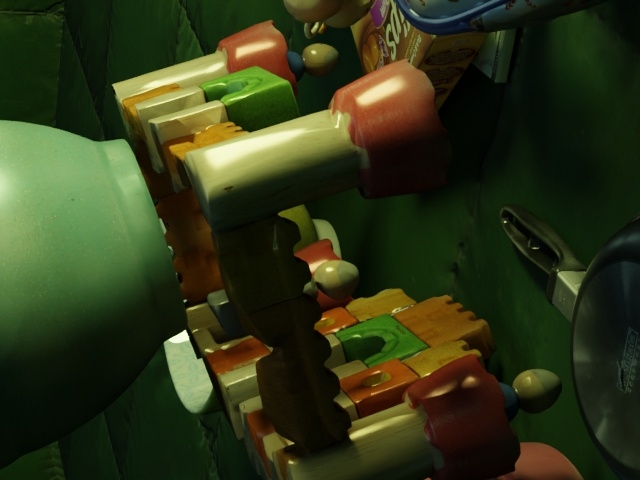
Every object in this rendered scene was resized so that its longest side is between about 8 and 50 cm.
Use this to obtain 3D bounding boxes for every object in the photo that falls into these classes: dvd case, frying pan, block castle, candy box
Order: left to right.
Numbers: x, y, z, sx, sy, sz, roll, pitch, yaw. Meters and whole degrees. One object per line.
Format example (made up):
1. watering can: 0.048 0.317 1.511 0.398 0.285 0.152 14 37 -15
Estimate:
1. block castle: 0.000 0.000 1.044 0.453 0.213 0.303 -142 35 -70
2. candy box: 0.079 -0.176 1.103 0.186 0.053 0.109 118 139 -70
3. dvd case: 0.128 -0.187 1.071 0.119 0.013 0.087 -125 39 -56
4. frying pan: 0.192 0.029 0.866 0.197 0.053 0.326 109 149 -42

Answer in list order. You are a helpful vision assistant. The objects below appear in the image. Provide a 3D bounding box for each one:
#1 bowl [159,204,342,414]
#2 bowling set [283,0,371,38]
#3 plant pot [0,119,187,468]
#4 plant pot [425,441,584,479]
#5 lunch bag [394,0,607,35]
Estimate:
1. bowl: -0.067 0.035 1.421 0.289 0.156 0.289 178 90 -71
2. bowling set: 0.113 -0.242 0.940 0.287 0.200 0.154 -64 -10 14
3. plant pot: -0.228 0.024 1.124 0.293 0.196 0.293 162 90 -79
4. plant pot: 0.087 0.252 0.971 0.201 0.180 0.201 178 90 -71
5. lunch bag: 0.136 -0.255 0.735 0.303 0.115 0.243 -15 88 44
